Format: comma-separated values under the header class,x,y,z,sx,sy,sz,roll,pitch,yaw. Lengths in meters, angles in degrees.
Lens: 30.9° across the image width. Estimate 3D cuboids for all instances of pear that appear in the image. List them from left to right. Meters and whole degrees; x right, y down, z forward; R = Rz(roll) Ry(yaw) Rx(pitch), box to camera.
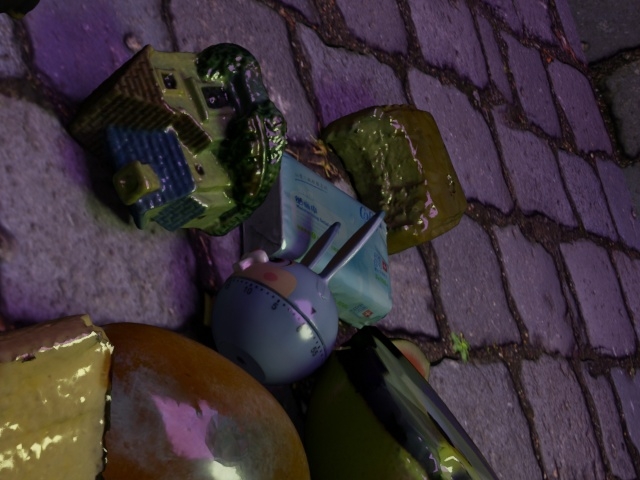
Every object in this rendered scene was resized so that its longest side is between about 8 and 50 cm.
class,x,y,z,sx,sy,sz,roll,pitch,yaw
pear,0.101,0.305,1.476,0.399,0.165,0.399,51,7,-9

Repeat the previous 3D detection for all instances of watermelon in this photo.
class,x,y,z,sx,sy,sz,roll,pitch,yaw
watermelon,0.096,0.204,1.719,0.245,0.063,0.119,11,75,-56

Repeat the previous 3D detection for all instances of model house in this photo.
class,x,y,z,sx,sy,sz,roll,pitch,yaw
model house,-0.173,-0.117,1.376,0.189,0.195,0.214,-6,73,-51

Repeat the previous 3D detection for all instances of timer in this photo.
class,x,y,z,sx,sy,sz,roll,pitch,yaw
timer,-0.042,0.055,1.445,0.175,0.175,0.256,34,67,-44

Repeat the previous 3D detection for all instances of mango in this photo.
class,x,y,z,sx,sy,sz,roll,pitch,yaw
mango,-0.133,0.231,1.182,0.384,0.198,0.221,51,42,-33

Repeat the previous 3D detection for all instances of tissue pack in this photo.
class,x,y,z,sx,sy,sz,roll,pitch,yaw
tissue pack,0.000,0.000,1.661,0.263,0.089,0.177,34,42,-44

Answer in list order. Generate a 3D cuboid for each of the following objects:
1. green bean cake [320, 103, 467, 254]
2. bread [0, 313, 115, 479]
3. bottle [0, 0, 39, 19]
class,x,y,z,sx,sy,sz,roll,pitch,yaw
green bean cake,0.127,-0.105,1.901,0.233,0.124,0.236,-18,86,-60
bread,-0.285,0.200,0.918,0.263,0.198,0.236,-14,90,-40
bottle,-0.411,-0.292,1.127,0.351,0.171,0.172,-18,85,-62
